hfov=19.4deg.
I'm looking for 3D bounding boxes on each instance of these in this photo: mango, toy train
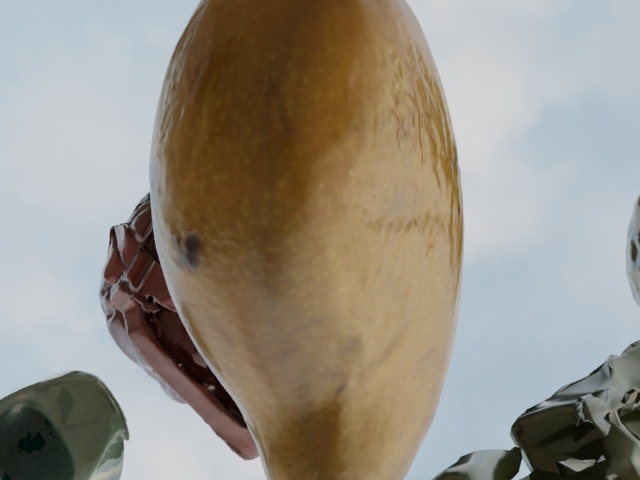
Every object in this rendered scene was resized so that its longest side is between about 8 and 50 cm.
[{"bbox_3d":[-0.005,-0.003,0.937,0.120,0.295,0.177,17,-146,35],"label":"mango"},{"bbox_3d":[-0.231,0.202,1.135,0.088,0.407,0.086,-21,-111,-41],"label":"toy train"}]

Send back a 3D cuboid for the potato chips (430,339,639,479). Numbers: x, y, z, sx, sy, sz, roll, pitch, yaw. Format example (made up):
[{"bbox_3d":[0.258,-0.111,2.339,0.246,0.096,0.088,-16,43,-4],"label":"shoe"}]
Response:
[{"bbox_3d":[0.160,0.156,0.312,0.373,0.389,0.097,34,-66,29],"label":"potato chips"}]

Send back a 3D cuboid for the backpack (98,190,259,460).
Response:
[{"bbox_3d":[-0.072,0.049,1.453,0.229,0.229,0.139,5,-144,26],"label":"backpack"}]

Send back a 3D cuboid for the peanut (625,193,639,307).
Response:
[{"bbox_3d":[0.292,-0.042,1.180,0.143,0.291,0.159,2,-141,-28],"label":"peanut"}]
